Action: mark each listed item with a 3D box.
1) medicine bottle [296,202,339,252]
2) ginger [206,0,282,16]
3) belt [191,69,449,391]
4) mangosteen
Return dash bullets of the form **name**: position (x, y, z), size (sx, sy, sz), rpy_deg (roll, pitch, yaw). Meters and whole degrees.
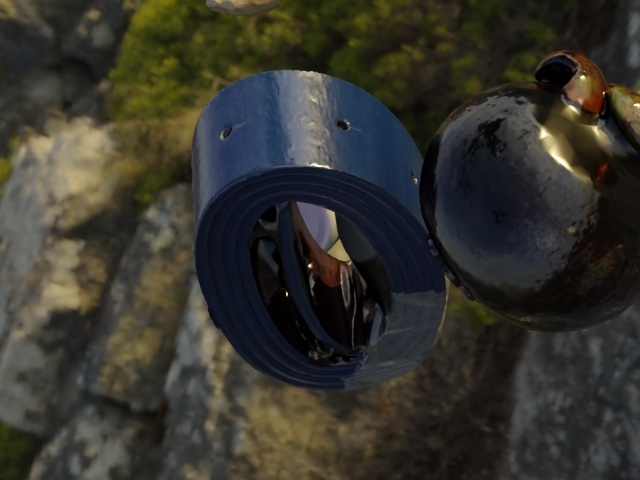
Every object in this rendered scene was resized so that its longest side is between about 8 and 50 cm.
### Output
- **medicine bottle**: position (0.004, -0.075, 1.853), size (0.133, 0.133, 0.274), rpy_deg (-49, -1, 30)
- **ginger**: position (-0.014, -0.317, 1.579), size (0.075, 0.089, 0.288), rpy_deg (23, 53, 30)
- **belt**: position (0.000, 0.000, 1.276), size (0.212, 0.347, 0.117), rpy_deg (-12, 52, 6)
- **mangosteen**: position (0.185, -0.043, 1.059), size (0.230, 0.194, 0.194), rpy_deg (-38, 37, 7)
